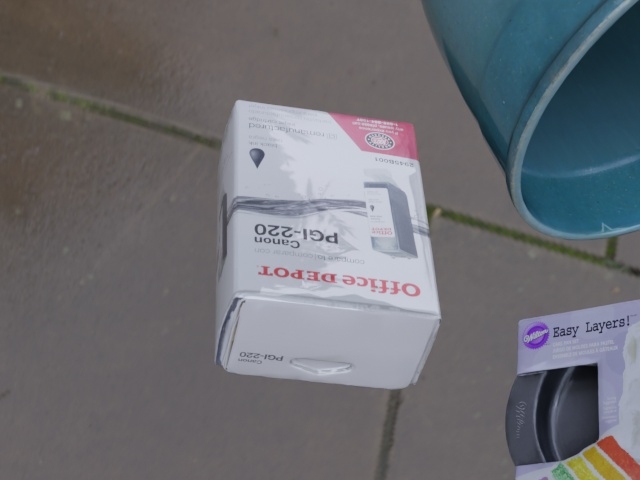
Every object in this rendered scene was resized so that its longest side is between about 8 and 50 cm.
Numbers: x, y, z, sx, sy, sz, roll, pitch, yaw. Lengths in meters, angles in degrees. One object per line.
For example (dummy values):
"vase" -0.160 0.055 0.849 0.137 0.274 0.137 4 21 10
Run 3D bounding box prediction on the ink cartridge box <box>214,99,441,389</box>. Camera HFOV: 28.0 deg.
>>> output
"ink cartridge box" 0.000 0.000 1.009 0.158 0.092 0.218 6 47 -11

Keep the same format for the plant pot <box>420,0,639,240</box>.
"plant pot" 0.168 -0.183 0.734 0.271 0.272 0.255 -15 58 -22

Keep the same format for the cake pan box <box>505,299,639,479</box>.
"cake pan box" 0.330 0.187 1.375 0.070 0.266 0.246 37 51 -45
